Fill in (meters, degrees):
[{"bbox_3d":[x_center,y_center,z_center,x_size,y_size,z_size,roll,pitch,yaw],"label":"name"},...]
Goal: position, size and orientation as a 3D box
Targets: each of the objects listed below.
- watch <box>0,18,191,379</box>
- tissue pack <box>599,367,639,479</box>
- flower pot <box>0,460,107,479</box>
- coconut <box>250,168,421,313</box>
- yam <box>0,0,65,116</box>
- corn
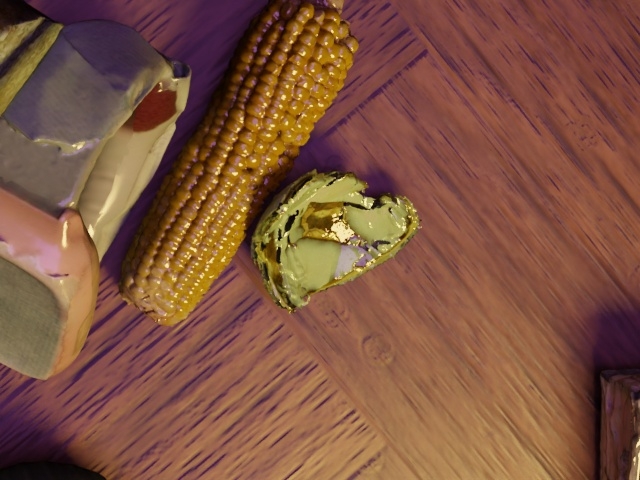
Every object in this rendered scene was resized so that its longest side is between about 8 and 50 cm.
[{"bbox_3d":[-0.207,-0.049,1.346,0.162,0.253,0.241,29,55,2],"label":"watch"},{"bbox_3d":[0.447,0.253,1.517,0.394,0.124,0.288,-2,94,-9],"label":"tissue pack"},{"bbox_3d":[-0.257,0.290,1.394,0.243,0.157,0.189,-41,101,-2],"label":"flower pot"},{"bbox_3d":[-0.002,-0.004,1.447,0.158,0.055,0.133,24,107,-44],"label":"coconut"},{"bbox_3d":[-0.388,-0.172,1.302,0.348,0.241,0.241,35,89,-7],"label":"yam"},{"bbox_3d":[-0.069,-0.074,1.428,0.097,0.097,0.319,31,92,-10],"label":"corn"}]
